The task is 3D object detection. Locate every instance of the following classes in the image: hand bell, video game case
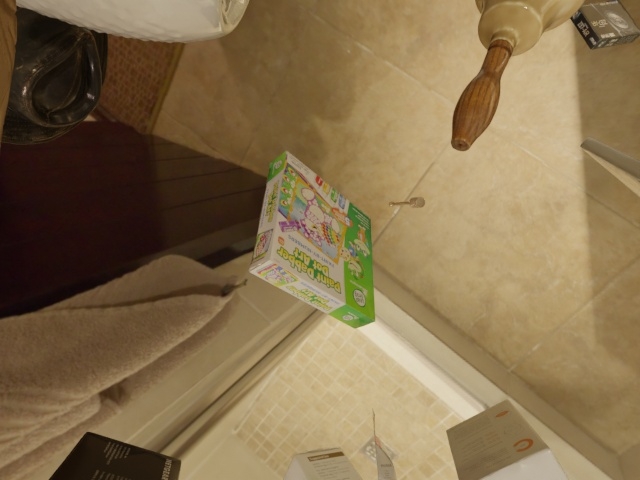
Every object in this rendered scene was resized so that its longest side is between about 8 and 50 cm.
[{"bbox_3d":[0.188,-0.195,0.428,0.126,0.126,0.241,22,72,19],"label":"hand bell"},{"bbox_3d":[0.764,-0.093,0.887,0.300,0.329,0.036,33,116,-11],"label":"video game case"}]

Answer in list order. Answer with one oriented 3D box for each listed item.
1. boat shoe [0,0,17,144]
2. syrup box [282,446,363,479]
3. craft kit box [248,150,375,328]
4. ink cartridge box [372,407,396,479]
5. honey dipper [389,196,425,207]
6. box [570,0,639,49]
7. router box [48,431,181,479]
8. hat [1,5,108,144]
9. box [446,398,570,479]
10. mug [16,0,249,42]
[{"bbox_3d":[-0.219,-0.065,0.188,0.103,0.093,0.284,127,138,-55],"label":"boat shoe"},{"bbox_3d":[0.038,0.396,0.514,0.237,0.097,0.093,37,108,49],"label":"syrup box"},{"bbox_3d":[0.000,0.000,0.720,0.061,0.246,0.250,-27,134,36],"label":"craft kit box"},{"bbox_3d":[0.150,0.498,0.941,0.045,0.145,0.179,-2,72,5],"label":"ink cartridge box"},{"bbox_3d":[0.240,-0.107,1.138,0.161,0.031,0.030,-168,63,-69],"label":"honey dipper"},{"bbox_3d":[0.411,-0.313,0.577,0.018,0.084,0.067,117,135,-68],"label":"box"},{"bbox_3d":[-0.150,0.256,0.144,0.081,0.309,0.242,25,80,-12],"label":"router box"},{"bbox_3d":[-0.463,-0.299,0.679,0.134,0.331,0.330,29,115,18],"label":"hat"},{"bbox_3d":[0.473,0.577,1.017,0.215,0.345,0.168,-32,80,8],"label":"box"},{"bbox_3d":[-0.246,-0.352,0.408,0.329,0.374,0.276,19,123,-7],"label":"mug"}]
